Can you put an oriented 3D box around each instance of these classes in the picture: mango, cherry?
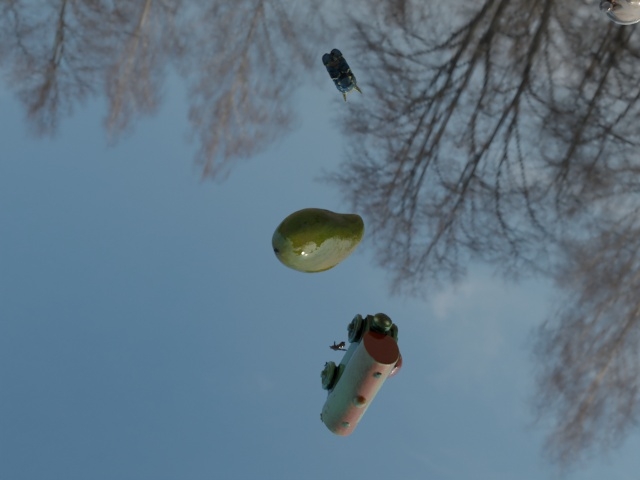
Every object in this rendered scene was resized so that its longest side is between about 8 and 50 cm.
[{"bbox_3d":[-0.003,0.003,1.557,0.191,0.122,0.085,8,-162,-41],"label":"mango"},{"bbox_3d":[0.120,0.276,2.165,0.107,0.090,0.225,-39,-146,-19],"label":"cherry"}]

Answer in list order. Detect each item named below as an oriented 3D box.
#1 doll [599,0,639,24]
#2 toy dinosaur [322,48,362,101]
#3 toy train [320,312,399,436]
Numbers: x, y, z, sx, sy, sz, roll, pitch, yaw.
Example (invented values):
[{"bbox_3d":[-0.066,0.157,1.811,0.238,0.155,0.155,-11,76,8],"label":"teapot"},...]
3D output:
[{"bbox_3d":[0.383,-0.310,1.111,0.073,0.084,0.127,48,167,15],"label":"doll"},{"bbox_3d":[0.028,-0.232,1.211,0.083,0.030,0.047,65,-174,28],"label":"toy dinosaur"},{"bbox_3d":[0.083,0.287,1.864,0.116,0.285,0.177,18,-145,-13],"label":"toy train"}]
